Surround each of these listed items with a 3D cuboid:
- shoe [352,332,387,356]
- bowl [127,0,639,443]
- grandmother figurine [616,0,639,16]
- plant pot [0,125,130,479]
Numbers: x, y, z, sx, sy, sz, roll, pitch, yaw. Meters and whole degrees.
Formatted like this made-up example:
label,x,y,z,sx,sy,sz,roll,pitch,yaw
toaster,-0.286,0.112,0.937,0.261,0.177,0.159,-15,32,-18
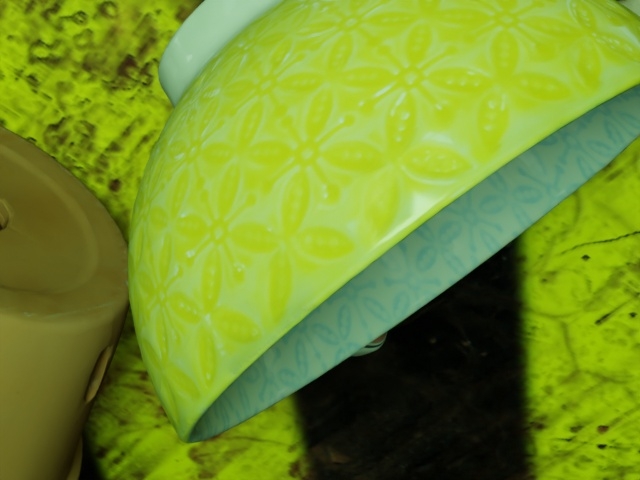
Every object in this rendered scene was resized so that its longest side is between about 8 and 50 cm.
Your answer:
label,x,y,z,sx,sy,sz,roll,pitch,yaw
shoe,0.000,0.000,0.738,0.081,0.063,0.178,-29,116,35
bowl,0.012,-0.049,0.571,0.289,0.289,0.156,-43,77,37
grandmother figurine,0.187,-0.177,0.525,0.342,0.104,0.208,22,116,-3
plant pot,-0.247,0.052,0.712,0.290,0.291,0.203,31,114,-16
